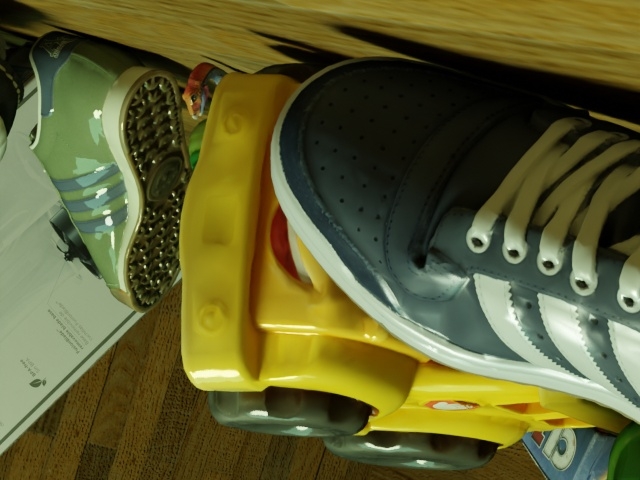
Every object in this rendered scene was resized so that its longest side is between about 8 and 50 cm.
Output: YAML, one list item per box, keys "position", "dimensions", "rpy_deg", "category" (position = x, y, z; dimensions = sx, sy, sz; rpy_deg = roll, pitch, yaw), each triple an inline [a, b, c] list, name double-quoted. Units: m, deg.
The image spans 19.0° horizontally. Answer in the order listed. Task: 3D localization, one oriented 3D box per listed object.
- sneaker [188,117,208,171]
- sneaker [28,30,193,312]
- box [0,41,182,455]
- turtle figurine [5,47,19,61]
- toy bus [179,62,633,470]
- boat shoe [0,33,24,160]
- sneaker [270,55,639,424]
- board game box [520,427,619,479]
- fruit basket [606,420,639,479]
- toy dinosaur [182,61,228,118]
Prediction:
- position: [0.000, 0.000, 1.086]
  dimensions: [0.109, 0.124, 0.295]
  rpy_deg: [4, -173, -20]
  category: "sneaker"
- position: [-0.124, -0.045, 1.090]
  dimensions: [0.086, 0.064, 0.192]
  rpy_deg: [30, 147, 21]
  category: "sneaker"
- position: [-0.224, 0.032, 1.191]
  dimensions: [0.169, 0.290, 0.087]
  rpy_deg: [51, 165, -25]
  category: "box"
- position: [-0.260, -0.049, 1.375]
  dimensions: [0.266, 0.198, 0.274]
  rpy_deg: [22, 173, -36]
  category: "turtle figurine"
- position: [0.078, 0.017, 0.772]
  dimensions: [0.211, 0.149, 0.220]
  rpy_deg: [2, 169, 32]
  category: "toy bus"
- position: [-0.227, -0.097, 1.067]
  dimensions: [0.114, 0.091, 0.302]
  rpy_deg: [43, 162, -25]
  category: "boat shoe"
- position: [0.102, 0.006, 0.564]
  dimensions: [0.282, 0.099, 0.153]
  rpy_deg: [33, 166, 15]
  category: "sneaker"
- position: [0.204, 0.096, 1.004]
  dimensions: [0.243, 0.042, 0.165]
  rpy_deg: [15, -159, -24]
  category: "board game box"
- position: [0.239, 0.175, 0.775]
  dimensions: [0.327, 0.165, 0.353]
  rpy_deg: [6, 169, 21]
  category: "fruit basket"
- position: [-0.041, -0.065, 0.962]
  dimensions: [0.082, 0.047, 0.090]
  rpy_deg: [39, 179, -31]
  category: "toy dinosaur"
